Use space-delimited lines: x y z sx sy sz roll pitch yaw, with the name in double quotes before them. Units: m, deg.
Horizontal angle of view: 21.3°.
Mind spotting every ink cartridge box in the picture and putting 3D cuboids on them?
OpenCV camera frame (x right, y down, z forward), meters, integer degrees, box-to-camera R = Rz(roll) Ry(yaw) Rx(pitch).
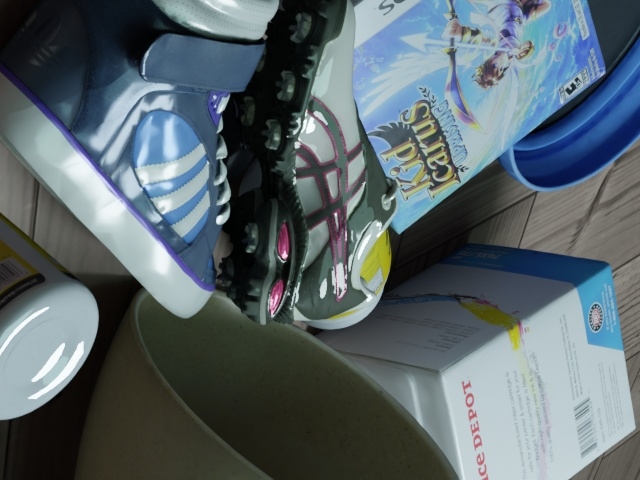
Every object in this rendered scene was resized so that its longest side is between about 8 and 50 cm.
"ink cartridge box" 0.155 0.150 1.741 0.270 0.197 0.198 -28 115 -38

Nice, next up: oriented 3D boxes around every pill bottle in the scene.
"pill bottle" -0.234 0.023 1.074 0.103 0.184 0.103 -37 149 -27
"pill bottle" 0.000 0.000 1.463 0.119 0.119 0.208 -47 163 -11

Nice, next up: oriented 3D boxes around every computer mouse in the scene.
"computer mouse" -0.065 -0.133 1.308 0.071 0.041 0.242 -31 145 -34

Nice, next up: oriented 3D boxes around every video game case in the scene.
"video game case" 0.109 -0.165 1.429 0.244 0.061 0.269 -37 141 -6

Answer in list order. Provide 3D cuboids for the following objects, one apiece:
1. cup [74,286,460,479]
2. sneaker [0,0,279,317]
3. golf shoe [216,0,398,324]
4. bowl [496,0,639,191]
"cup" -0.078 0.225 1.418 0.237 0.331 0.331 -54 153 16
"sneaker" -0.089 -0.098 1.214 0.236 0.130 0.323 -45 146 -6
"golf shoe" 0.001 -0.066 1.287 0.120 0.105 0.273 2 114 -20
"bowl" 0.292 -0.232 1.703 0.391 0.077 0.391 -37 148 -27
